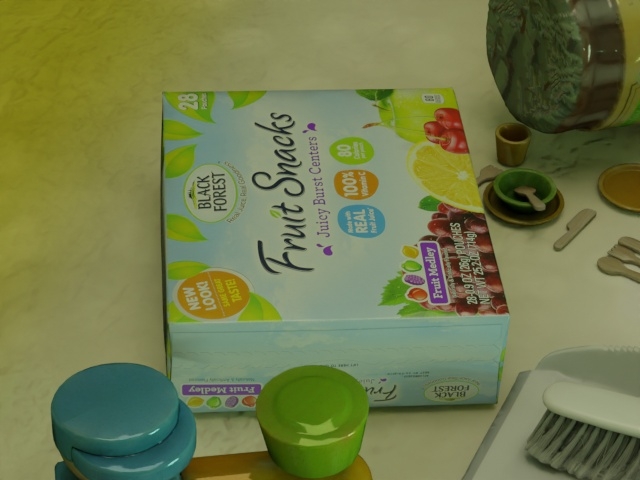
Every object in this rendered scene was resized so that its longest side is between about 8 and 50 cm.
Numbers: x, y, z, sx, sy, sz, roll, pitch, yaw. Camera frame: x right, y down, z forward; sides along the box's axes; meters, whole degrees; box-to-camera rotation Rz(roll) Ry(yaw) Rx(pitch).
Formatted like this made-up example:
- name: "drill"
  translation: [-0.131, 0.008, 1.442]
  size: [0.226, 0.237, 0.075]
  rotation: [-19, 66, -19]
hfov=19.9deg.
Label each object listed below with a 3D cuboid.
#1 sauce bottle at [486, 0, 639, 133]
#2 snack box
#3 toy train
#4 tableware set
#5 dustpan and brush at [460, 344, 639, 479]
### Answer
- name: "sauce bottle"
  translation: [0.275, -0.140, 1.148]
  size: [0.344, 0.111, 0.111]
  rotation: [-10, 40, -22]
- name: "snack box"
  translation: [0.000, 0.000, 0.995]
  size: [0.174, 0.070, 0.207]
  rotation: [-1, 37, -4]
- name: "toy train"
  translation: [0.003, 0.113, 0.792]
  size: [0.248, 0.143, 0.105]
  rotation: [-4, 39, -8]
- name: "tableware set"
  translation: [0.165, -0.029, 1.078]
  size: [0.154, 0.024, 0.104]
  rotation: [26, 44, 27]
- name: "dustpan and brush"
  translation: [0.177, 0.095, 0.866]
  size: [0.211, 0.060, 0.147]
  rotation: [11, 33, 20]
